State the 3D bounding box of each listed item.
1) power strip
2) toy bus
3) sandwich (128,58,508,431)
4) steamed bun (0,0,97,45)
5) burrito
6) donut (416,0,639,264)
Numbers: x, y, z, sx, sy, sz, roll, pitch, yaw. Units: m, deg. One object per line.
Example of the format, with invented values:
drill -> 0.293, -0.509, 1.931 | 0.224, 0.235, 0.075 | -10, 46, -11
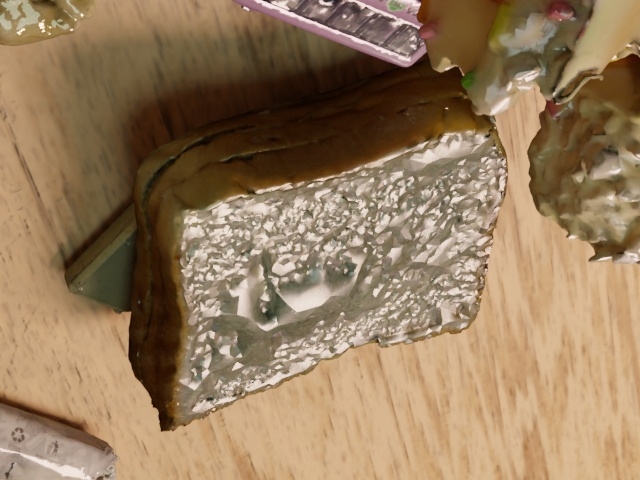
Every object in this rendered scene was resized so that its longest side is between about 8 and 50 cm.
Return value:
power strip -> -0.125, -0.009, 1.517 | 0.169, 0.028, 0.076 | -43, 138, 20
toy bus -> 0.009, -0.199, 1.338 | 0.199, 0.096, 0.108 | 16, 129, -40
sandwich -> 0.000, 0.000, 1.503 | 0.301, 0.099, 0.271 | -17, 144, -20
steamed bun -> -0.204, -0.202, 1.224 | 0.192, 0.106, 0.177 | -5, 136, -23
burrito -> -0.256, 0.175, 1.623 | 0.203, 0.064, 0.064 | 24, 120, -39
donut -> 0.220, -0.168, 1.359 | 0.307, 0.150, 0.371 | -54, 148, -4
